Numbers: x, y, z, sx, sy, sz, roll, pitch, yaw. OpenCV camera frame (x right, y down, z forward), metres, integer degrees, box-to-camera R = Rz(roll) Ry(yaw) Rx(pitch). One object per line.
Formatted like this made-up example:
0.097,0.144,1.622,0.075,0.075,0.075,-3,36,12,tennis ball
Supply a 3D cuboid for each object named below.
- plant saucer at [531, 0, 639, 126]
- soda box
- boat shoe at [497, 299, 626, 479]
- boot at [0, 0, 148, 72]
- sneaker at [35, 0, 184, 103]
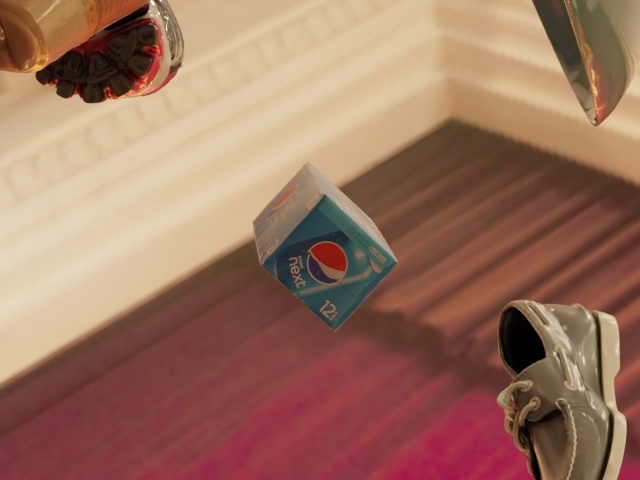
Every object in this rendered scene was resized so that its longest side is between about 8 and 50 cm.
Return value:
0.102,-0.214,0.979,0.317,0.043,0.318,-22,90,-85,plant saucer
0.000,0.000,1.369,0.071,0.067,0.210,42,5,-8,soda box
0.184,0.149,1.548,0.099,0.319,0.116,20,-60,-3,boat shoe
-0.160,-0.164,0.812,0.248,0.207,0.090,17,-41,18,boot
-0.213,-0.203,1.269,0.121,0.112,0.299,-42,-96,12,sneaker
